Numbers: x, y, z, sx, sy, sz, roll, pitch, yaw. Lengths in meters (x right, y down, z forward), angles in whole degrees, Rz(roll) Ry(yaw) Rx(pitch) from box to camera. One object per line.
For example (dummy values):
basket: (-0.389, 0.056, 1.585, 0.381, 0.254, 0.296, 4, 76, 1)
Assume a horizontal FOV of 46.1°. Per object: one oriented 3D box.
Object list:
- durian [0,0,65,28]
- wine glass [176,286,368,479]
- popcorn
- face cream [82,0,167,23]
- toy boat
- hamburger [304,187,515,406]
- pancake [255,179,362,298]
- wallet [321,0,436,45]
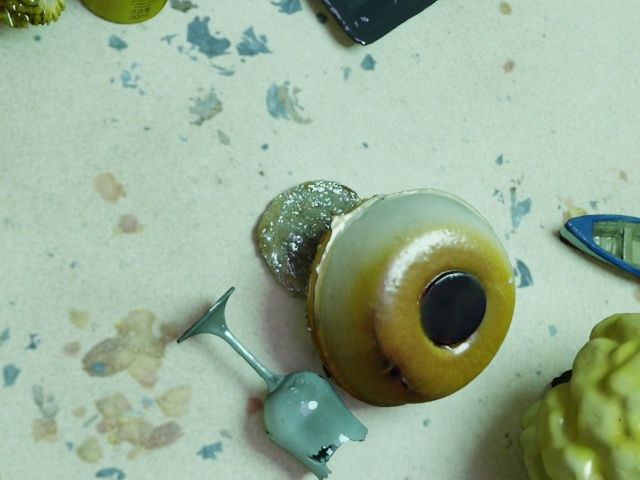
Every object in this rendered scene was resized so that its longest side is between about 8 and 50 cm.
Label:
durian: (-0.290, -0.282, 0.753, 0.140, 0.078, 0.224, -5, 54, 21)
wine glass: (-0.044, 0.140, 0.728, 0.195, 0.079, 0.079, 45, 66, -2)
popcorn: (0.364, 0.208, 0.749, 0.348, 0.382, 0.349, 2, 108, 7)
face cream: (-0.160, -0.325, 0.664, 0.105, 0.348, 0.105, 5, 74, -19)
toy boat: (0.392, 0.011, 0.939, 0.228, 0.046, 0.080, 13, 72, -16)
hamburger: (0.089, 0.059, 0.754, 0.236, 0.147, 0.237, -5, 101, -26)
pancake: (0.000, 0.000, 0.812, 0.139, 0.022, 0.140, 6, 73, -19)
wallet: (0.035, -0.411, 0.928, 0.247, 0.041, 0.323, -37, 86, -25)
